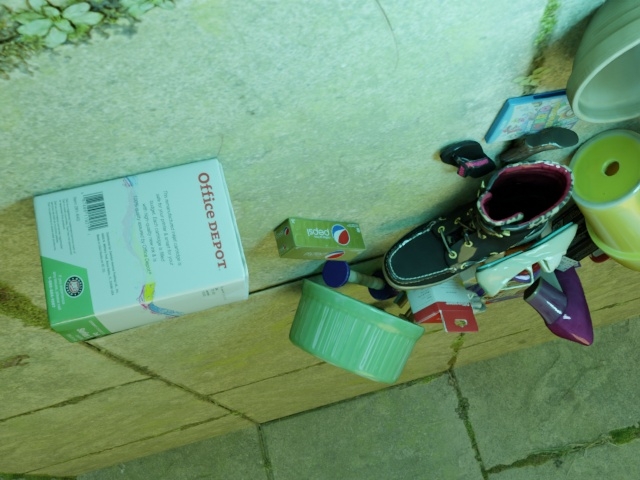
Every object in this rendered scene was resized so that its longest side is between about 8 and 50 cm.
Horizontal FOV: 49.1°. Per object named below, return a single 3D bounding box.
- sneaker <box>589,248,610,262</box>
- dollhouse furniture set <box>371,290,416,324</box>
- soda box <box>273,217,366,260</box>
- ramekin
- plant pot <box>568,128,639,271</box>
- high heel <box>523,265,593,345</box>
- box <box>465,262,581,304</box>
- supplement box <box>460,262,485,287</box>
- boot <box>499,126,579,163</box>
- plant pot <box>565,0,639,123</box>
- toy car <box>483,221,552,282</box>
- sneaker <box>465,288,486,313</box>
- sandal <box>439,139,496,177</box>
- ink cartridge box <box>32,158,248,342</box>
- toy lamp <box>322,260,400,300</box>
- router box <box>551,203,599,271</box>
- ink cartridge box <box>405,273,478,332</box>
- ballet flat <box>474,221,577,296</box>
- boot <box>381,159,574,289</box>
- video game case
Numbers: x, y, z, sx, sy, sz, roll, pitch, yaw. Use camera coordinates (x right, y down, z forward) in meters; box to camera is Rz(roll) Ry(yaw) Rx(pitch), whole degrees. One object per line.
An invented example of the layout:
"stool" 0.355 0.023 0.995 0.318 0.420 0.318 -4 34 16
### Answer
"sneaker" 0.885 -0.001 1.995 0.128 0.087 0.221 -8 171 -41
"dollhouse furniture set" 0.223 0.214 2.032 0.184 0.129 0.129 -52 150 8
"soda box" 0.000 0.000 1.381 0.181 0.061 0.058 3 153 -39
"ramekin" 0.074 0.213 1.622 0.303 0.148 0.303 22 177 1
"plant pot" 0.611 -0.093 1.361 0.254 0.254 0.239 -31 138 34
"high heel" 0.616 0.124 1.765 0.127 0.181 0.377 -50 176 37
"box" 0.595 0.118 2.089 0.293 0.057 0.201 -10 157 -16
"supplement box" 0.423 0.096 1.944 0.098 0.036 0.062 -30 154 33
"boot" 0.387 -0.164 1.252 0.106 0.037 0.114 -3 169 -9
"plant pot" 0.442 -0.270 0.958 0.237 0.110 0.237 -13 158 -5
"toy car" 0.481 0.033 1.692 0.159 0.136 0.182 -17 159 2
"sneaker" 0.372 0.166 1.950 0.129 0.111 0.297 -3 176 30
"sandal" 0.275 -0.136 1.264 0.067 0.040 0.179 -28 156 28
"ink cartridge box" -0.261 0.014 1.044 0.278 0.202 0.117 -13 159 -8
"toy lamp" 0.108 0.098 1.677 0.080 0.080 0.274 -28 156 29
"router box" 0.608 -0.023 1.645 0.046 0.133 0.179 20 150 -10
"ink cartridge box" 0.266 0.115 1.615 0.134 0.231 0.078 6 150 -43
"ballet flat" 0.443 0.046 1.473 0.248 0.086 0.086 -25 159 -5
"boot" 0.304 -0.027 1.380 0.377 0.138 0.284 -19 167 -3
"video game case" 0.372 -0.212 1.182 0.166 0.015 0.119 -11 159 -11
